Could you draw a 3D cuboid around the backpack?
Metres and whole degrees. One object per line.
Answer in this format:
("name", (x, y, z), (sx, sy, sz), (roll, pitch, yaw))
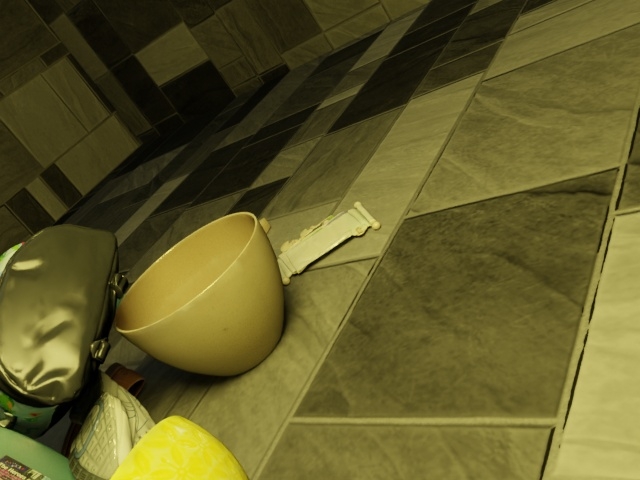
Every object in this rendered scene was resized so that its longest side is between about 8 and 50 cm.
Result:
("backpack", (-0.464, 0.173, 1.047), (0.355, 0.274, 0.290), (118, 159, -53))

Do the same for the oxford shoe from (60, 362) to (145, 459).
("oxford shoe", (-0.385, 0.319, 1.174), (0.076, 0.076, 0.212), (18, 57, 13))

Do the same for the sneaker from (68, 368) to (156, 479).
("sneaker", (-0.306, 0.290, 1.019), (0.111, 0.129, 0.297), (-56, 21, -1))

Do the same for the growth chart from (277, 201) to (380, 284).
("growth chart", (0.000, 0.000, 1.312), (0.237, 0.021, 0.172), (-33, 22, 6))

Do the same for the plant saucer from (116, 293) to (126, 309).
("plant saucer", (-0.548, 0.162, 1.759), (0.067, 0.018, 0.192), (-46, 26, -23))

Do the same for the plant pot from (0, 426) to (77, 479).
("plant pot", (-0.431, 0.378, 0.901), (0.166, 0.234, 0.165), (-31, 24, 11))

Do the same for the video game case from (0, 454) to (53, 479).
("video game case", (-0.324, 0.353, 0.728), (0.041, 0.232, 0.210), (-66, -6, 16))

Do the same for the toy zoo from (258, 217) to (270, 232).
("toy zoo", (-0.266, 0.053, 1.563), (0.293, 0.030, 0.192), (-20, 28, 33))

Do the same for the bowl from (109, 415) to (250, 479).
("bowl", (-0.127, 0.333, 0.630), (0.156, 0.289, 0.289), (19, 42, 8))

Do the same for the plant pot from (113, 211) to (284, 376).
("plant pot", (-0.169, 0.114, 1.107), (0.284, 0.191, 0.284), (-30, 24, 15))
